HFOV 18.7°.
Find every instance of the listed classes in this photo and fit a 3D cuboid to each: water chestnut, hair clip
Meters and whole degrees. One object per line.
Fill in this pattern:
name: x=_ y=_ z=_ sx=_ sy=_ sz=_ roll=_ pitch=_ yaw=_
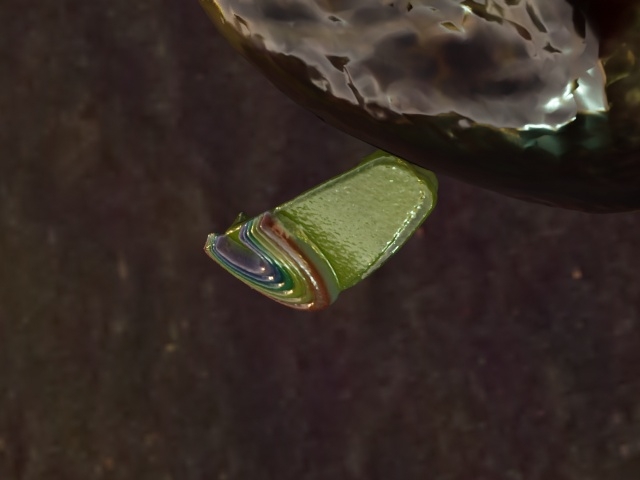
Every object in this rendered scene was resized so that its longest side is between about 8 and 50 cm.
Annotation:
water chestnut: x=0.074 y=-0.116 z=0.486 sx=0.223 sy=0.238 sz=0.224 roll=-8 pitch=80 yaw=49
hair clip: x=0.000 y=0.000 z=0.879 sx=0.060 sy=0.033 sz=0.188 roll=37 pitch=154 yaw=-12
